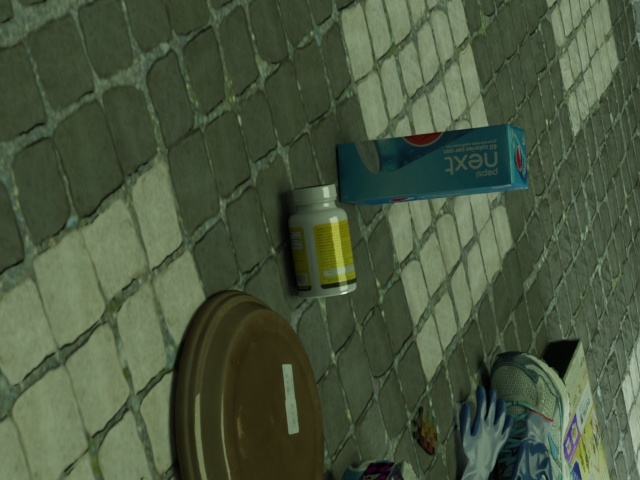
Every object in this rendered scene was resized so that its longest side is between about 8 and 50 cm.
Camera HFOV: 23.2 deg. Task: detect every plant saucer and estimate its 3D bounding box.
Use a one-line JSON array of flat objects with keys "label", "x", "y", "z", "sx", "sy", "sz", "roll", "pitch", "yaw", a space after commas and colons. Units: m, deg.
[{"label": "plant saucer", "x": -0.059, "y": 0.184, "z": 1.506, "sx": 0.278, "sy": 0.041, "sz": 0.278, "roll": -9, "pitch": 90, "yaw": -68}]

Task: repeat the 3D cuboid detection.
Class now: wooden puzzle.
[{"label": "wooden puzzle", "x": 0.136, "y": 0.243, "z": 1.992, "sx": 0.083, "sy": 0.006, "sz": 0.049, "roll": 49, "pitch": 41, "yaw": -53}]

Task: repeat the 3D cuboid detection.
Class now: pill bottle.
[{"label": "pill bottle", "x": 0.000, "y": 0.000, "z": 1.662, "sx": 0.065, "sy": 0.065, "sz": 0.116, "roll": -19, "pitch": 102, "yaw": -66}]

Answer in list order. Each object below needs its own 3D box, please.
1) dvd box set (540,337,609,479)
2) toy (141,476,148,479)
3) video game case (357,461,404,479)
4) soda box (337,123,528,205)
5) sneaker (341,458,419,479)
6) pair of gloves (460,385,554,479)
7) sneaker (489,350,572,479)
[{"label": "dvd box set", "x": 0.403, "y": 0.409, "z": 2.505, "sx": 0.307, "sy": 0.062, "sz": 0.420, "roll": -49, "pitch": 128, "yaw": -60}, {"label": "toy", "x": -0.099, "y": 0.328, "z": 1.361, "sx": 0.137, "sy": 0.056, "sz": 0.237, "roll": -76, "pitch": 150, "yaw": -41}, {"label": "video game case", "x": 0.059, "y": 0.383, "z": 1.607, "sx": 0.210, "sy": 0.042, "sz": 0.232, "roll": -47, "pitch": 121, "yaw": -45}, {"label": "soda box", "x": 0.128, "y": -0.086, "z": 1.797, "sx": 0.067, "sy": 0.210, "sz": 0.071, "roll": 7, "pitch": 78, "yaw": -66}, {"label": "sneaker", "x": 0.090, "y": 0.294, "z": 1.770, "sx": 0.229, "sy": 0.087, "sz": 0.092, "roll": 15, "pitch": 73, "yaw": -66}, {"label": "pair of gloves", "x": 0.257, "y": 0.296, "z": 2.148, "sx": 0.198, "sy": 0.023, "sz": 0.159, "roll": 28, "pitch": 67, "yaw": -34}, {"label": "sneaker", "x": 0.301, "y": 0.294, "z": 2.239, "sx": 0.122, "sy": 0.110, "sz": 0.283, "roll": -50, "pitch": 129, "yaw": -55}]
